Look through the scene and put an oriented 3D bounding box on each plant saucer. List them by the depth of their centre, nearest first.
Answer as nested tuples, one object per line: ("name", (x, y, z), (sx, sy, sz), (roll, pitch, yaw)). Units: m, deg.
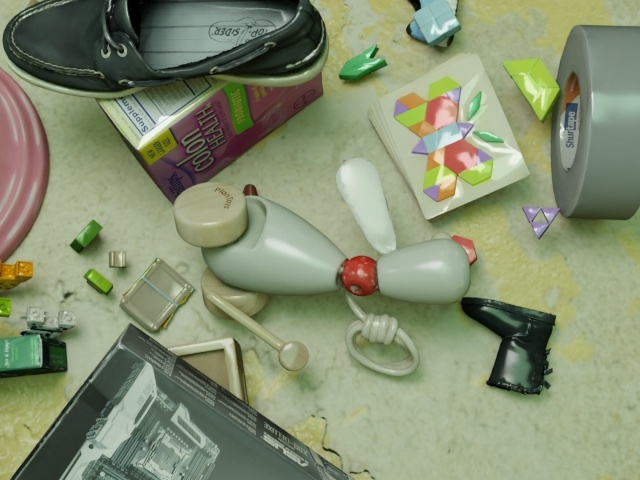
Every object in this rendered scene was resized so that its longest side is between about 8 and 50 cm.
("plant saucer", (-0.507, -0.095, 1.202), (0.332, 0.084, 0.332), (-1, 77, 2))

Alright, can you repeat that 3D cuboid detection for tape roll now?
("tape roll", (0.318, -0.133, 1.117), (0.072, 0.219, 0.219), (1, 76, 2))

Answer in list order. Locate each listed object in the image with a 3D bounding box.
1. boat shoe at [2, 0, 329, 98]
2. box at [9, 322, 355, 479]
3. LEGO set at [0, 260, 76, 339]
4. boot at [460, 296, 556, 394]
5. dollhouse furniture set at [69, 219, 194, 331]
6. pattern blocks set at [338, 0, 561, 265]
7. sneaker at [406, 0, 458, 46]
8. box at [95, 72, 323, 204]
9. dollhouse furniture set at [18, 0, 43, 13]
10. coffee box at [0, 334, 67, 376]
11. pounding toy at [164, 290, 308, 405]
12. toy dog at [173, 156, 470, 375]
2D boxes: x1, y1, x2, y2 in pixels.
("boat shoe", (-0.163, -0.214, 0.984), (0.340, 0.113, 0.127), (6, 76, 4))
("box", (-0.150, 0.273, 1.027), (0.307, 0.076, 0.242), (37, 98, -9))
("LEGO set", (-0.408, 0.066, 1.139), (0.227, 0.093, 0.087), (9, 60, -28))
("boot", (0.215, 0.124, 1.151), (0.121, 0.045, 0.099), (13, 83, 6))
("dollhouse furniture set", (-0.235, 0.042, 1.192), (0.151, 0.058, 0.076), (41, 73, -9))
("pattern blocks set", (0.152, -0.121, 1.178), (0.285, 0.026, 0.325), (-39, 72, 8))
("sneaker", (0.143, -0.329, 1.251), (0.073, 0.063, 0.162), (7, 76, 7))
("box", (-0.127, -0.183, 1.144), (0.243, 0.213, 0.117), (-37, 78, -7))
("dollhouse furniture set", (-0.344, -0.267, 1.238), (0.114, 0.081, 0.091), (27, 78, 8))
("coffee box", (-0.396, 0.139, 1.128), (0.184, 0.113, 0.040), (-5, 80, -1))
("pounding toy", (-0.113, 0.153, 1.123), (0.206, 0.094, 0.181), (-9, 78, -1))
("toy dog", (0.000, 0.000, 1.129), (0.333, 0.220, 0.161), (19, 46, -1))
